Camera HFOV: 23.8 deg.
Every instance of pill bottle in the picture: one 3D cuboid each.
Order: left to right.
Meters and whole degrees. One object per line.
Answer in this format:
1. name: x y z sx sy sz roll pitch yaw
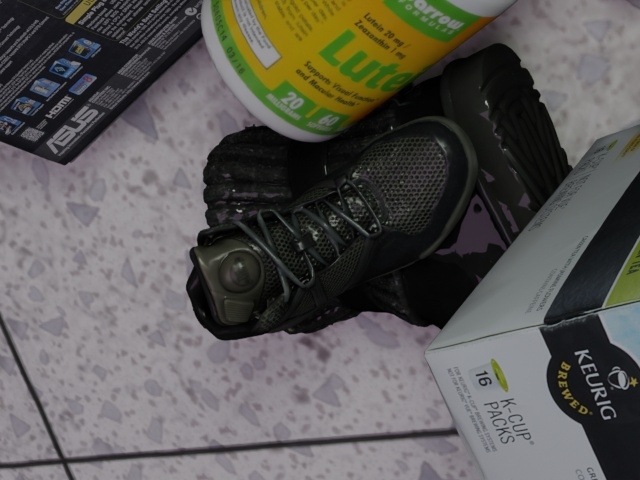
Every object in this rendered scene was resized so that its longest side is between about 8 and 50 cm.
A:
1. pill bottle: 0.048 -0.179 0.971 0.245 0.136 0.136 -35 96 36

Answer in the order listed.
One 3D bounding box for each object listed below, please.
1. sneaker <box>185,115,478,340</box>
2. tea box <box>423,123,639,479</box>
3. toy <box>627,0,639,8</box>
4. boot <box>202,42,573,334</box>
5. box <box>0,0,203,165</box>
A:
1. sneaker: 0.000 0.000 1.008 0.227 0.130 0.087 -32 85 26
2. tea box: 0.294 0.046 0.888 0.323 0.329 0.220 -18 105 35
3. toy: 0.208 -0.205 0.969 0.237 0.056 0.137 35 135 11
4. boot: 0.079 0.047 1.122 0.260 0.131 0.348 -21 89 30
5. box: -0.206 -0.229 1.054 0.318 0.097 0.395 19 140 -35
